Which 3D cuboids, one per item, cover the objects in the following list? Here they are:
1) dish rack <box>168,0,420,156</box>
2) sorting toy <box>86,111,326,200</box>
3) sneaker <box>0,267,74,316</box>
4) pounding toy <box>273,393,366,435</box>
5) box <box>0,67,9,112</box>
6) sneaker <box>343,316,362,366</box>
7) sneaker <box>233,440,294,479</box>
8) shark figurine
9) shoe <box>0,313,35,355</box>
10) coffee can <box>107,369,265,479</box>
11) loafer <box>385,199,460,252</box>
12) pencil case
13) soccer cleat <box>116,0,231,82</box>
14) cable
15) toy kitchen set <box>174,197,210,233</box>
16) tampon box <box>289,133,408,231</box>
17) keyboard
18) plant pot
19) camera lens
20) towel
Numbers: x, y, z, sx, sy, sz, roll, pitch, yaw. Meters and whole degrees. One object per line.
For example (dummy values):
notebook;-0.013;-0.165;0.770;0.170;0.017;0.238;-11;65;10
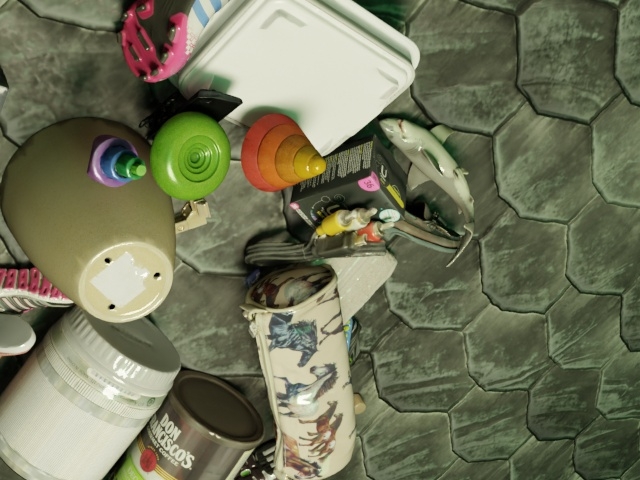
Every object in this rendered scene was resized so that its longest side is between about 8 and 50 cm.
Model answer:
dish rack;-0.034;-0.248;1.274;0.332;0.072;0.285;22;134;-37
sorting toy;-0.132;-0.109;1.166;0.365;0.126;0.127;-7;107;-39
sneaker;-0.466;0.088;1.322;0.170;0.063;0.075;4;134;-12
pounding toy;0.012;0.379;1.752;0.206;0.094;0.181;-12;124;-22
box;-0.636;-0.095;1.103;0.318;0.097;0.395;17;110;-33
sneaker;0.047;0.244;1.669;0.078;0.067;0.188;25;73;-45
sneaker;-0.168;0.544;1.755;0.281;0.106;0.163;-21;132;-14
shark figurine;0.208;-0.101;1.526;0.166;0.278;0.116;-23;168;-49
shoe;-0.507;0.160;1.305;0.063;0.177;0.081;-61;150;-41
coffee can;-0.258;0.411;1.556;0.201;0.201;0.275;23;106;-37
loafer;0.171;-0.045;1.578;0.267;0.096;0.084;16;104;-33
pencil case;-0.036;0.246;1.514;0.183;0.160;0.411;-18;118;-22
soccer cleat;-0.166;-0.327;1.131;0.143;0.116;0.331;-30;175;-36
cable;0.000;0.000;1.445;0.139;0.287;0.072;17;70;-44
toy kitchen set;-0.226;-0.050;1.370;0.075;0.068;0.083;-20;126;-17
tampon box;0.050;-0.086;1.428;0.161;0.102;0.120;-17;136;30
keyboard;-0.201;-0.194;1.252;0.100;0.192;0.038;5;72;-35
plant pot;-0.315;-0.008;1.216;0.256;0.274;0.257;-13;125;-20
camera lens;-0.389;0.255;1.375;0.219;0.219;0.274;32;101;-38
towel;0.001;0.094;1.598;0.282;0.049;0.187;-47;130;5
